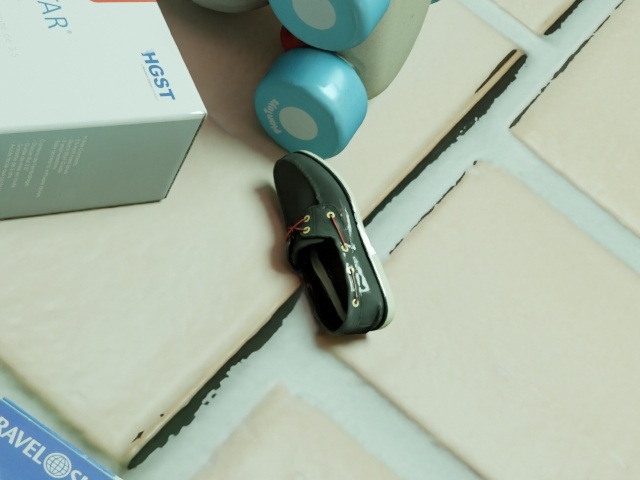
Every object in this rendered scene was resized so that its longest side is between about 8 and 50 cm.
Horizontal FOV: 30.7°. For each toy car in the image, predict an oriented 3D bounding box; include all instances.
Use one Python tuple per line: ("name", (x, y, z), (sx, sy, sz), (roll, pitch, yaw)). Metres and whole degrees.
("toy car", (-0.034, -0.219, 0.801), (0.238, 0.210, 0.219), (26, 57, 10))

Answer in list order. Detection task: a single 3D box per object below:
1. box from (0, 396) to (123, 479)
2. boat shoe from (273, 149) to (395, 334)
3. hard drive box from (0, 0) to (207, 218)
("box", (-0.154, 0.152, 0.532), (0.109, 0.042, 0.178), (35, 47, 1))
("boat shoe", (0.001, -0.001, 0.732), (0.042, 0.049, 0.133), (-5, 61, -41))
("hard drive box", (-0.211, -0.106, 0.677), (0.232, 0.089, 0.181), (-9, 60, -34))
